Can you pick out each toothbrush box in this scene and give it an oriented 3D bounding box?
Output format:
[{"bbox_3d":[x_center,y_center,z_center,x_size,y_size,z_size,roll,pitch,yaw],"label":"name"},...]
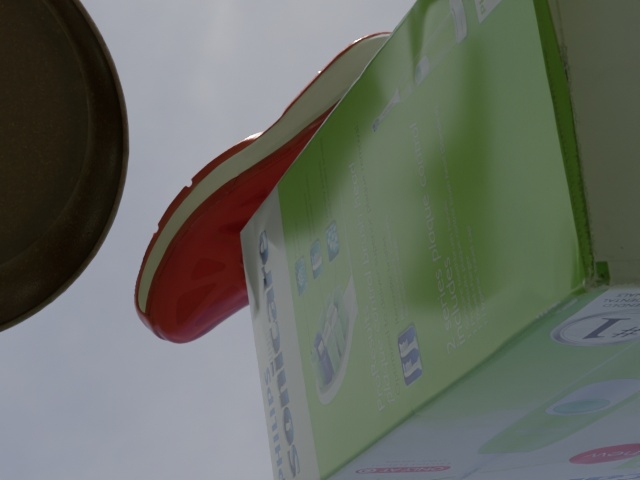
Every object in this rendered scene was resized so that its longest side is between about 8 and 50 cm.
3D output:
[{"bbox_3d":[0.112,0.000,0.633,0.206,0.283,0.122,-2,-108,-19],"label":"toothbrush box"}]

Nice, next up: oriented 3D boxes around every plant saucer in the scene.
[{"bbox_3d":[-0.275,-0.077,1.221,0.311,0.050,0.310,0,-67,1],"label":"plant saucer"}]

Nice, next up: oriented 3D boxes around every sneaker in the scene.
[{"bbox_3d":[0.000,0.000,1.045,0.221,0.087,0.128,-49,-123,13],"label":"sneaker"}]
